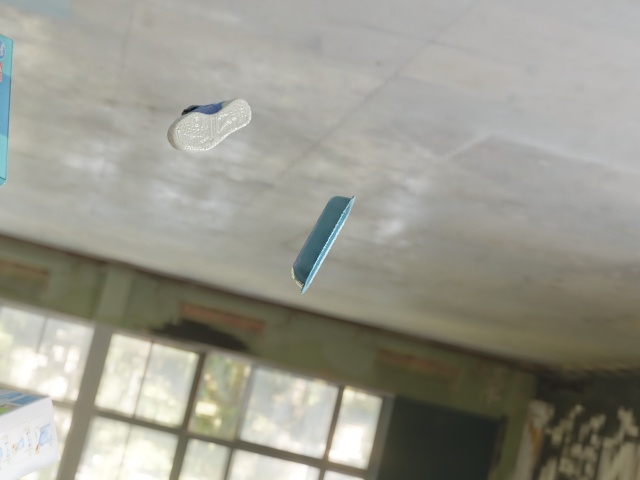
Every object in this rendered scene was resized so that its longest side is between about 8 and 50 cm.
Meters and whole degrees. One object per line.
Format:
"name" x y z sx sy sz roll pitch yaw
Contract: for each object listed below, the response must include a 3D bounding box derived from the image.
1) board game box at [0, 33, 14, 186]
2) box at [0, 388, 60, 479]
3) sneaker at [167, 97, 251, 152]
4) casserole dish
"board game box" -0.574 -0.223 1.764 0.336 0.254 0.079 25 136 -39
"box" -0.492 0.296 1.910 0.114 0.103 0.203 2 -167 36
"sneaker" -0.173 -0.154 1.836 0.084 0.058 0.152 -11 -164 43
"casserole dish" 0.000 0.000 2.219 0.037 0.188 0.114 29 168 4
